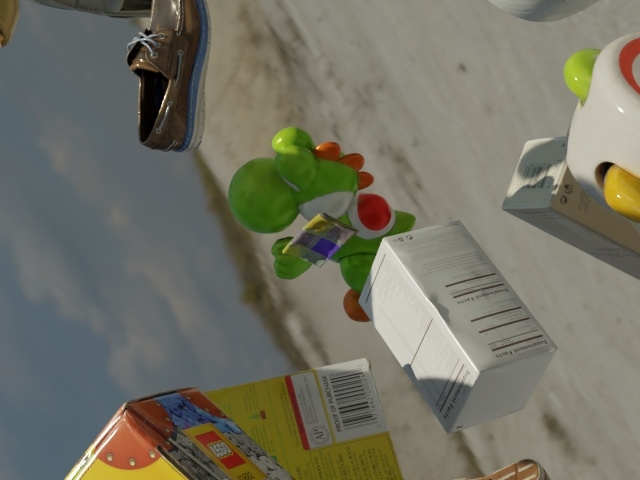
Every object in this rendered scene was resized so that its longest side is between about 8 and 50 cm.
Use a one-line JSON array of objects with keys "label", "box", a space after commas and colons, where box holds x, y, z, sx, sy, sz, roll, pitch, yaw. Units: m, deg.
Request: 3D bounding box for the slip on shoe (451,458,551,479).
[{"label": "slip on shoe", "box": [0.163, 0.253, 1.345, 0.041, 0.135, 0.051, 45, -153, -39]}]

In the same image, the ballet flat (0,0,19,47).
[{"label": "ballet flat", "box": [-0.434, -0.261, 1.469, 0.232, 0.080, 0.073, 10, -119, -26]}]

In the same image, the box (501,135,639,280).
[{"label": "box", "box": [0.454, -0.040, 2.114, 0.311, 0.121, 0.148, 25, 170, -20]}]

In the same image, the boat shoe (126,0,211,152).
[{"label": "boat shoe", "box": [-0.149, -0.176, 1.332, 0.066, 0.066, 0.183, 3, 97, 47]}]

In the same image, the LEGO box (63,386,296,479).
[{"label": "LEGO box", "box": [-0.190, 0.474, 1.499, 0.372, 0.500, 0.193, 41, -169, 15]}]

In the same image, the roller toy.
[{"label": "roller toy", "box": [0.359, -0.109, 1.431, 0.146, 0.191, 0.209, 105, 152, -43]}]

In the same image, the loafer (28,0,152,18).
[{"label": "loafer", "box": [-0.326, -0.388, 2.029, 0.319, 0.112, 0.111, -2, -167, -42]}]

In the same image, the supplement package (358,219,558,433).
[{"label": "supplement package", "box": [0.180, 0.113, 1.845, 0.244, 0.134, 0.139, 56, 145, 32]}]

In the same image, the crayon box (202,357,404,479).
[{"label": "crayon box", "box": [-0.068, 0.283, 1.778, 0.081, 0.319, 0.202, 99, 158, -59]}]

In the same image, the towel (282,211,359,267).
[{"label": "towel", "box": [0.000, 0.000, 1.643, 0.060, 0.083, 0.009, 25, -140, -31]}]

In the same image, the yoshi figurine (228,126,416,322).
[{"label": "yoshi figurine", "box": [-0.011, -0.030, 2.017, 0.203, 0.203, 0.362, 34, 169, 42]}]

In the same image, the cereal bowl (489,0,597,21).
[{"label": "cereal bowl", "box": [0.355, -0.510, 2.079, 0.339, 0.339, 0.141, 52, 153, -14]}]
